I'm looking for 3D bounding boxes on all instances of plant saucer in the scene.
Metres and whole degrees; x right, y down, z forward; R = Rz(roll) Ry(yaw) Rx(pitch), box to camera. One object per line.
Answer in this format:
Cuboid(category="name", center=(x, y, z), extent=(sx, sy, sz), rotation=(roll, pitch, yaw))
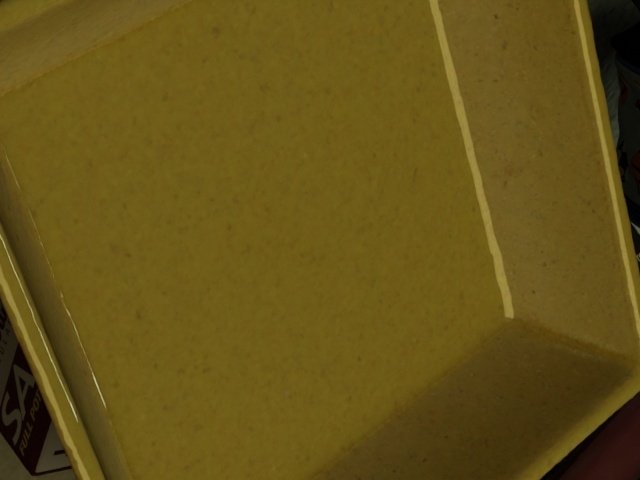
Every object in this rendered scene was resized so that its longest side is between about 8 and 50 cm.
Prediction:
Cuboid(category="plant saucer", center=(0.000, 0.000, 0.626), extent=(0.333, 0.081, 0.332), rotation=(-34, 120, -33))

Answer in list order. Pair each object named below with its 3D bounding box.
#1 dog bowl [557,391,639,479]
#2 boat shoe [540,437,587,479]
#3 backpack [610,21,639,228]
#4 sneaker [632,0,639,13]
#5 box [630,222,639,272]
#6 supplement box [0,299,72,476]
Cuboid(category="dog bowl", center=(0.263, 0.212, 1.065), extent=(0.408, 0.150, 0.408), rotation=(-45, 165, -15))
Cuboid(category="boat shoe", center=(0.143, 0.130, 0.993), extent=(0.095, 0.095, 0.257), rotation=(-42, 145, -5))
Cuboid(category="backpack", center=(0.306, -0.056, 0.834), extent=(0.263, 0.276, 0.213), rotation=(-3, 105, -25))
Cuboid(category="sneaker", center=(0.149, -0.201, 0.655), extent=(0.107, 0.124, 0.283), rotation=(-25, 140, 5))
Cuboid(category="box", center=(0.128, 0.031, 0.870), extent=(0.162, 0.116, 0.029), rotation=(-37, -178, -13))
Cuboid(category="supplement box", center=(-0.047, 0.033, 0.724), extent=(0.239, 0.073, 0.130), rotation=(-6, 129, -41))
